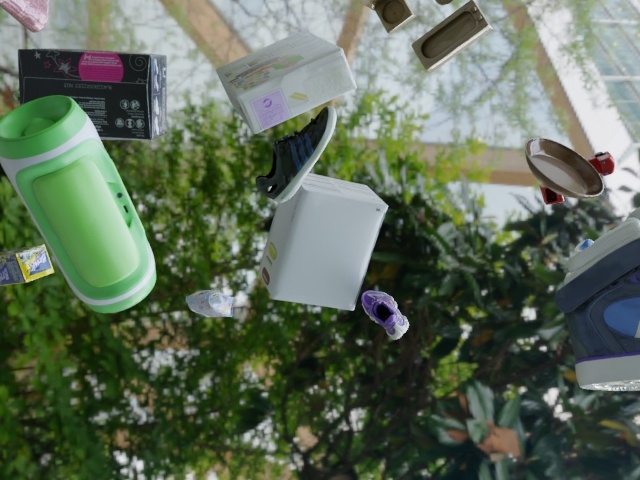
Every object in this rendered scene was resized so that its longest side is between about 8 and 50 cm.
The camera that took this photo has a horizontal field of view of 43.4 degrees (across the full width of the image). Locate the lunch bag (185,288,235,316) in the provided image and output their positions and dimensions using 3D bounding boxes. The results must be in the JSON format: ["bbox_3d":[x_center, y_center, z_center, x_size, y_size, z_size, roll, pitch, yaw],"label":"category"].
[{"bbox_3d":[-0.236,0.132,1.718,0.071,0.083,0.053,-6,-111,36],"label":"lunch bag"}]

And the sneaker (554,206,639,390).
[{"bbox_3d":[0.445,0.052,0.977,0.322,0.130,0.236,-18,-117,44],"label":"sneaker"}]

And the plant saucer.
[{"bbox_3d":[0.533,-0.154,1.787,0.036,0.198,0.199,-63,-143,37],"label":"plant saucer"}]

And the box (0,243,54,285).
[{"bbox_3d":[-0.543,0.046,1.412,0.168,0.059,0.054,-6,-77,41],"label":"box"}]

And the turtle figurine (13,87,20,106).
[{"bbox_3d":[-0.642,-0.345,1.987,0.275,0.197,0.266,-57,-145,9],"label":"turtle figurine"}]

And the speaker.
[{"bbox_3d":[-0.326,-0.043,1.097,0.131,0.131,0.297,-124,-166,-51],"label":"speaker"}]

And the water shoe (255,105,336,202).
[{"bbox_3d":[-0.045,-0.166,1.460,0.203,0.080,0.073,-59,-163,3],"label":"water shoe"}]

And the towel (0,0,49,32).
[{"bbox_3d":[-0.370,-0.378,0.758,0.329,0.037,0.237,36,48,-63],"label":"towel"}]

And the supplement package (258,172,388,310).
[{"bbox_3d":[0.000,0.000,1.804,0.145,0.203,0.262,-129,-128,-61],"label":"supplement package"}]

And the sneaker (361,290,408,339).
[{"bbox_3d":[0.135,0.148,1.767,0.071,0.068,0.170,46,-2,-31],"label":"sneaker"}]

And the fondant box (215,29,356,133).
[{"bbox_3d":[-0.086,-0.358,1.771,0.330,0.238,0.096,-125,-169,-65],"label":"fondant box"}]

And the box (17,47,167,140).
[{"bbox_3d":[-0.425,-0.278,1.529,0.142,0.247,0.164,-79,172,-76],"label":"box"}]

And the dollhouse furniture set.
[{"bbox_3d":[0.144,-0.348,1.202,0.144,0.123,0.151,-33,-105,23],"label":"dollhouse furniture set"}]

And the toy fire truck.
[{"bbox_3d":[0.616,-0.152,1.920,0.135,0.192,0.047,-77,147,-69],"label":"toy fire truck"}]
